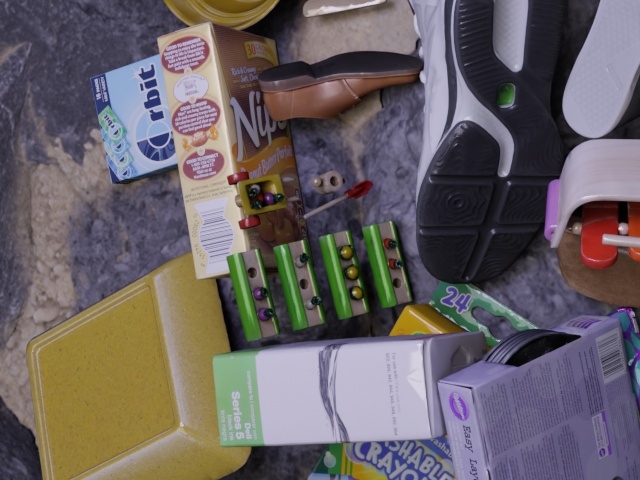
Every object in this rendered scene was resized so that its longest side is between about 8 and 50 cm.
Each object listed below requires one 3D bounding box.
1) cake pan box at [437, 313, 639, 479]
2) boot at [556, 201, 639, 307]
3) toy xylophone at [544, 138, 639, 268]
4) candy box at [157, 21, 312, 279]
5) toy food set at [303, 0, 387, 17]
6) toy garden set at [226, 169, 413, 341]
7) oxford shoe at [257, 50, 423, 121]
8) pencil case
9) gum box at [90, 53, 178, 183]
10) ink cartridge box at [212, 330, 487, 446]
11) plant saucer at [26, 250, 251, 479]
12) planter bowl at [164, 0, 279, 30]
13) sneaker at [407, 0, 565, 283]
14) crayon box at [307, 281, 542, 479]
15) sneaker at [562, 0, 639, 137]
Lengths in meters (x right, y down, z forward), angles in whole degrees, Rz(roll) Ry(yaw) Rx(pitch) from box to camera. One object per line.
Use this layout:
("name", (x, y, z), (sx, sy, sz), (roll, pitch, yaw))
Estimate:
("cake pan box", (0.260, 0.235, 1.605), (0.070, 0.246, 0.267), (3, 110, 52))
("boot", (0.423, 0.025, 1.653), (0.305, 0.112, 0.115), (11, 118, 26))
("toy xylophone", (0.403, -0.030, 1.560), (0.322, 0.236, 0.081), (8, 128, 16))
("candy box", (-0.108, -0.111, 1.839), (0.087, 0.183, 0.316), (-11, 85, 24))
("toy food set", (0.032, -0.389, 1.860), (0.132, 0.038, 0.192), (-5, 83, 18))
("toy garden set", (0.000, 0.000, 1.756), (0.049, 0.244, 0.204), (-17, 86, 58))
("oxford shoe", (0.030, -0.197, 1.831), (0.212, 0.076, 0.076), (-8, 117, 6))
("pencil case", (0.379, 0.152, 1.677), (0.070, 0.064, 0.152), (-44, 73, 35))
("gum box", (-0.222, -0.177, 1.971), (0.184, 0.041, 0.157), (-15, 84, 25))
("ink cartridge box", (0.041, 0.174, 1.670), (0.273, 0.198, 0.115), (-6, 88, 27))
("plant saucer", (-0.274, 0.204, 1.913), (0.333, 0.081, 0.333), (-29, 57, 23))
("planter bowl", (-0.109, -0.379, 1.891), (0.217, 0.090, 0.217), (0, 91, 26))
("sneaker", (0.189, -0.184, 1.737), (0.169, 0.257, 0.447), (0, 121, -10))
("crayon box", (0.148, 0.223, 1.775), (0.203, 0.083, 0.323), (33, 103, 21))
("sneaker", (0.388, -0.256, 1.607), (0.104, 0.147, 0.296), (41, 127, 24))
